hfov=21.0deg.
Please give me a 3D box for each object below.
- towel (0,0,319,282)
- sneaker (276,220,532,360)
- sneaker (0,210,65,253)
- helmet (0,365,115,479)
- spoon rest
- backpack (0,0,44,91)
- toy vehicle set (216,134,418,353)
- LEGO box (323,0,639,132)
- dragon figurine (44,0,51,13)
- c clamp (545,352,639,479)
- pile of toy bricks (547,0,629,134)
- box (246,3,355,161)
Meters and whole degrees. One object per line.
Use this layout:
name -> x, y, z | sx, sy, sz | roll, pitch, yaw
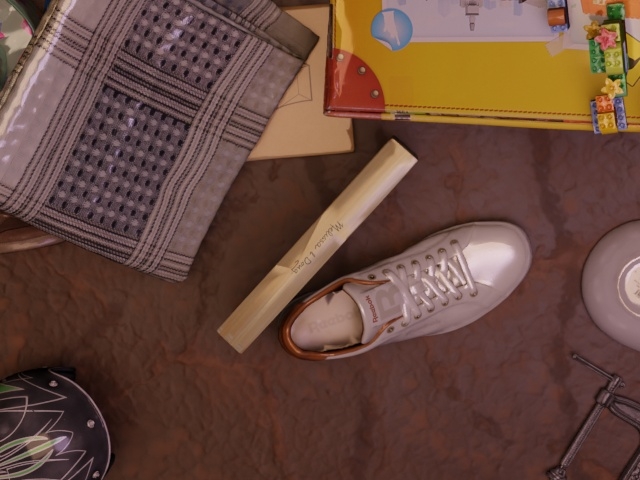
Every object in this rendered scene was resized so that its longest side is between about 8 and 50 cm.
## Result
towel -> -0.171, -0.137, 1.734 | 0.312, 0.056, 0.324 | 27, 92, -42
sneaker -> 0.092, 0.064, 1.828 | 0.290, 0.123, 0.106 | -24, 92, 4
sneaker -> -0.361, -0.021, 1.871 | 0.188, 0.066, 0.071 | -6, 94, 3
helmet -> -0.302, 0.215, 1.841 | 0.169, 0.161, 0.169 | 0, 95, 3
spoon rest -> 0.399, 0.095, 1.847 | 0.276, 0.084, 0.137 | 44, 95, 12
backpack -> -0.378, -0.188, 1.821 | 0.166, 0.144, 0.188 | 37, 93, 5
toy vehicle set -> 0.000, 0.000, 1.804 | 0.035, 0.166, 0.267 | 42, 96, -1
LEGO box -> 0.264, -0.304, 1.689 | 0.500, 0.193, 0.372 | 4, 105, 12
dragon figurine -> -0.237, -0.231, 1.799 | 0.085, 0.144, 0.289 | -6, 102, 2
c clamp -> 0.301, 0.222, 1.884 | 0.137, 0.022, 0.161 | 25, 94, -5
pile of toy bricks -> 0.266, -0.179, 1.561 | 0.118, 0.105, 0.212 | -7, 102, 14
box -> -0.067, -0.167, 1.865 | 0.201, 0.021, 0.164 | -4, 95, 3
